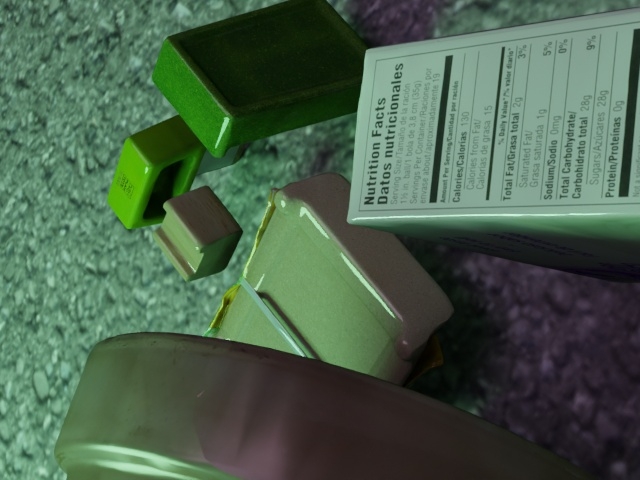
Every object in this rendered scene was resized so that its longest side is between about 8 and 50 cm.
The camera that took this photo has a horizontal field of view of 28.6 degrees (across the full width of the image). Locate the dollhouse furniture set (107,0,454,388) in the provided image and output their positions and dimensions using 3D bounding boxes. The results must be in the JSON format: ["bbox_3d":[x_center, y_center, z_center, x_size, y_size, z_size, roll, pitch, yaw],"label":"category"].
[{"bbox_3d":[0.000,0.000,0.924,0.301,0.151,0.197,51,139,22],"label":"dollhouse furniture set"}]

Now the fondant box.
[{"bbox_3d":[0.212,-0.035,0.580,0.330,0.238,0.096,1,82,47],"label":"fondant box"}]

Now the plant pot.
[{"bbox_3d":[-0.023,0.239,0.647,0.323,0.323,0.280,-1,60,46],"label":"plant pot"}]
